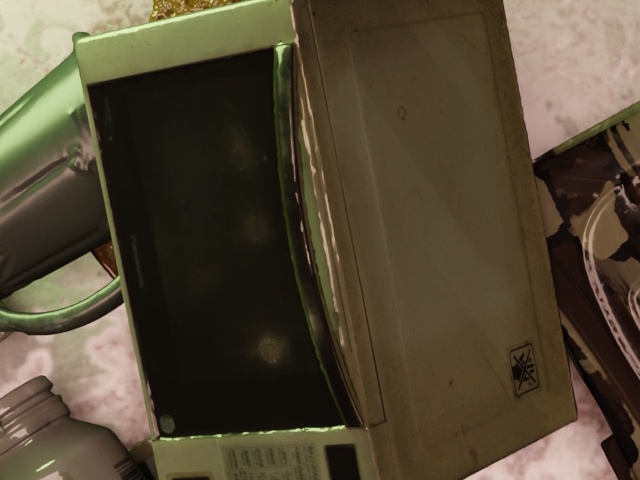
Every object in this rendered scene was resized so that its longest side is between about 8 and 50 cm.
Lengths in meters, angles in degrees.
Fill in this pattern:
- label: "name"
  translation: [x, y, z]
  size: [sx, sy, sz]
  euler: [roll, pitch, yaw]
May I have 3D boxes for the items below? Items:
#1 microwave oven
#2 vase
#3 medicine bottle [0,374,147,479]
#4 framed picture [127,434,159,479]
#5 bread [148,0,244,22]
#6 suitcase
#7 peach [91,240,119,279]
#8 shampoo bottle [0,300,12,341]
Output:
- label: "microwave oven"
  translation: [0.000, 0.000, 1.479]
  size: [0.247, 0.333, 0.394]
  euler: [-7, 96, 38]
- label: "vase"
  translation: [-0.268, -0.013, 1.563]
  size: [0.301, 0.156, 0.251]
  euler: [-35, 62, -1]
- label: "medicine bottle"
  translation: [-0.221, 0.231, 1.612]
  size: [0.135, 0.135, 0.215]
  euler: [-35, 86, 0]
- label: "framed picture"
  translation: [-0.154, 0.360, 1.682]
  size: [0.232, 0.024, 0.315]
  euler: [-32, 86, 1]
- label: "bread"
  translation: [-0.025, -0.178, 1.677]
  size: [0.271, 0.077, 0.139]
  euler: [8, 88, 3]
- label: "suitcase"
  translation: [0.365, 0.029, 1.585]
  size: [0.339, 0.194, 0.351]
  euler: [-29, 83, 15]
- label: "peach"
  translation: [-0.114, -0.013, 1.678]
  size: [0.189, 0.068, 0.279]
  euler: [-32, 85, -8]
- label: "shampoo bottle"
  translation: [-0.381, -0.031, 1.675]
  size: [0.092, 0.092, 0.303]
  euler: [-41, 88, 0]
